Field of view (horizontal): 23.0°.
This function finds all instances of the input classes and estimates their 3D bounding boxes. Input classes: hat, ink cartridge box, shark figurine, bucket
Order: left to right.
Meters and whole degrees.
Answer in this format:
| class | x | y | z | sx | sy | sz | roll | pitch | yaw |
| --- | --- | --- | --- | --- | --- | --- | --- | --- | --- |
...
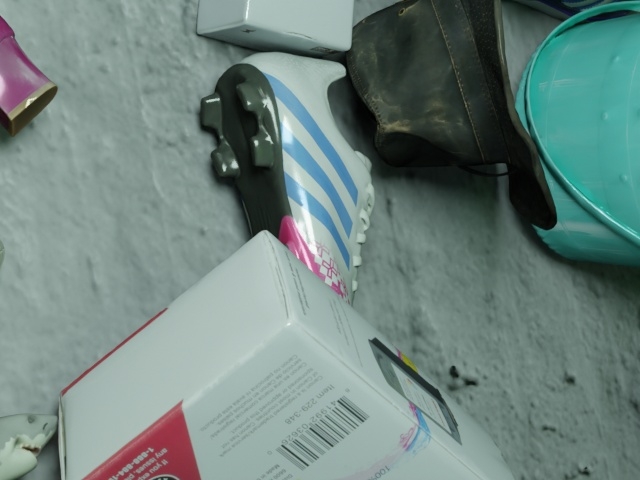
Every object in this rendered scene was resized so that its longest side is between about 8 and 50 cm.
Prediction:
| class | x | y | z | sx | sy | sz | roll | pitch | yaw |
| --- | --- | --- | --- | --- | --- | --- | --- | --- | --- |
| shark figurine | -0.304 | 0.137 | 1.093 | 0.166 | 0.278 | 0.116 | -41 | 71 | -2 |
| ink cartridge box | -0.020 | 0.172 | 1.227 | 0.226 | 0.131 | 0.306 | -38 | 125 | 13 |
| hat | 0.095 | -0.140 | 1.373 | 0.134 | 0.331 | 0.331 | -16 | 98 | 2 |
| bucket | 0.326 | -0.099 | 1.527 | 0.281 | 0.183 | 0.281 | 1 | 88 | -49 |

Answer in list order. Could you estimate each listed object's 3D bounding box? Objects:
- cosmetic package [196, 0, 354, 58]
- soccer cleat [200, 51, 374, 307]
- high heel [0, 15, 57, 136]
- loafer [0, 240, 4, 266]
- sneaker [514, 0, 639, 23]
| class | x | y | z | sx | sy | sz | roll | pitch | yaw |
| --- | --- | --- | --- | --- | --- | --- | --- | --- | --- |
| cosmetic package | -0.032 | -0.281 | 1.358 | 0.117 | 0.085 | 0.231 | 11 | 82 | -36 |
| soccer cleat | 0.000 | 0.000 | 1.340 | 0.143 | 0.116 | 0.331 | -12 | 94 | -38 |
| high heel | -0.316 | -0.083 | 1.146 | 0.117 | 0.082 | 0.244 | 45 | 72 | 5 |
| loafer | -0.282 | 0.049 | 1.177 | 0.125 | 0.039 | 0.045 | -64 | 154 | -19 |
| sneaker | 0.298 | -0.293 | 1.512 | 0.323 | 0.236 | 0.130 | -2 | 88 | -38 |
